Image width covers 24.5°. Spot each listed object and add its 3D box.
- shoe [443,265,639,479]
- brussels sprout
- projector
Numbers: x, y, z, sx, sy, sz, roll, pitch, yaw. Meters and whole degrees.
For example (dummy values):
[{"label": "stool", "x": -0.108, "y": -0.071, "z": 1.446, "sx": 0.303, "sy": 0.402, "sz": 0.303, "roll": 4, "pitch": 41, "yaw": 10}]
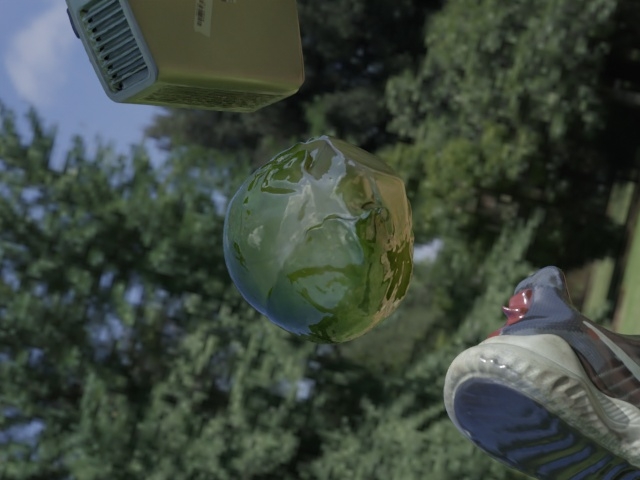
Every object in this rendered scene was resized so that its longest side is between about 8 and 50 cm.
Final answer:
[{"label": "shoe", "x": 0.182, "y": 0.100, "z": 0.848, "sx": 0.099, "sy": 0.227, "sz": 0.112, "roll": -48, "pitch": 15, "yaw": 53}, {"label": "brussels sprout", "x": 0.001, "y": -0.001, "z": 1.060, "sx": 0.117, "sy": 0.155, "sz": 0.155, "roll": -16, "pitch": -59, "yaw": -63}, {"label": "projector", "x": -0.116, "y": -0.226, "z": 1.035, "sx": 0.193, "sy": 0.088, "sz": 0.269, "roll": 0, "pitch": -103, "yaw": -46}]
